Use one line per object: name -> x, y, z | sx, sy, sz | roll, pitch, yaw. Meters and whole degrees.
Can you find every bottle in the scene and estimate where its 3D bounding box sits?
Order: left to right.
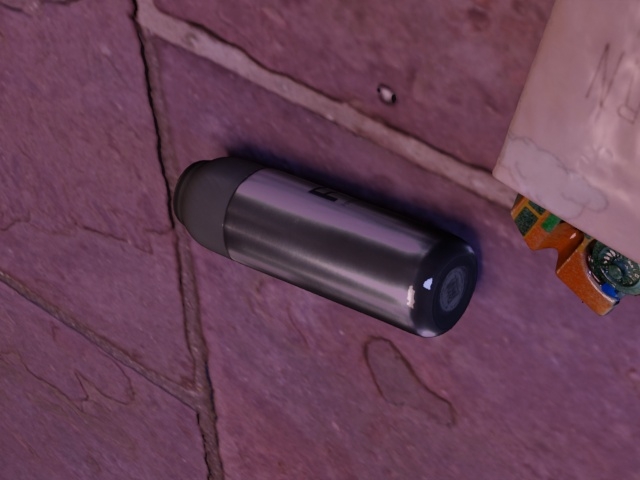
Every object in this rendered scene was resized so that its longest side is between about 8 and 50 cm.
bottle -> 0.000, 0.000, 0.956 | 0.254, 0.079, 0.096 | 20, 178, 33

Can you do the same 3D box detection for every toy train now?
toy train -> 0.184, -0.038, 0.702 | 0.099, 0.072, 0.188 | 47, 148, 13

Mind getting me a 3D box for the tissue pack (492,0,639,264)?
tissue pack -> 0.194, -0.124, 0.523 | 0.170, 0.071, 0.325 | 32, 130, 20
